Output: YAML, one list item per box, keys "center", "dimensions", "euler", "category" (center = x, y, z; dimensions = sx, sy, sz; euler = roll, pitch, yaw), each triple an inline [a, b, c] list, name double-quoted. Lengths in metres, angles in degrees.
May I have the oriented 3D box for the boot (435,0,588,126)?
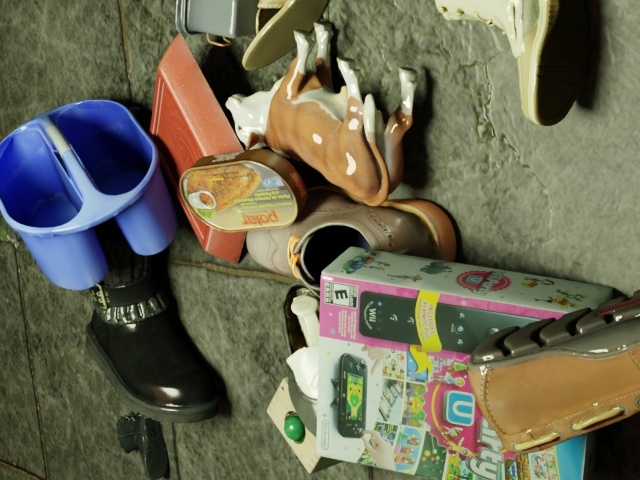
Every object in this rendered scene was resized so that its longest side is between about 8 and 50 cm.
- center: [0.196, -0.230, 1.320]
  dimensions: [0.165, 0.077, 0.213]
  euler: [10, 103, 49]
  category: "boot"

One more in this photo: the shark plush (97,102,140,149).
- center: [-0.331, -0.171, 2.035]
  dimensions: [0.161, 0.073, 0.067]
  euler: [-42, 87, 26]
  category: "shark plush"

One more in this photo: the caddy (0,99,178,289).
- center: [-0.361, -0.088, 1.868]
  dimensions: [0.341, 0.241, 0.179]
  euler: [48, 162, 50]
  category: "caddy"

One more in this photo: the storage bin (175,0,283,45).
- center: [-0.111, -0.301, 1.643]
  dimensions: [0.091, 0.135, 0.098]
  euler: [24, 118, 35]
  category: "storage bin"

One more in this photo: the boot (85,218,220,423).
- center: [-0.272, 0.108, 1.954]
  dimensions: [0.348, 0.131, 0.260]
  euler: [32, 124, 42]
  category: "boot"

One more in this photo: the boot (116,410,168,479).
- center: [-0.308, 0.350, 2.140]
  dimensions: [0.099, 0.045, 0.121]
  euler: [-16, 81, 50]
  category: "boot"

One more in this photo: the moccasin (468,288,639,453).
- center: [0.325, 0.122, 1.162]
  dimensions: [0.380, 0.139, 0.147]
  euler: [-20, 101, 23]
  category: "moccasin"

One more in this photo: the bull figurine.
- center: [0.001, -0.160, 1.562]
  dimensions: [0.310, 0.101, 0.188]
  euler: [34, 123, 41]
  category: "bull figurine"

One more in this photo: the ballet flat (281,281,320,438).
- center: [-0.006, 0.150, 1.590]
  dimensions: [0.280, 0.095, 0.096]
  euler: [-116, 10, -54]
  category: "ballet flat"

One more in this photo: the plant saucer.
- center: [-0.177, -0.118, 1.774]
  dimensions: [0.258, 0.047, 0.259]
  euler: [62, 159, 18]
  category: "plant saucer"

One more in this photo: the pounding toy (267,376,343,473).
- center: [0.009, 0.231, 1.633]
  dimensions: [0.130, 0.141, 0.100]
  euler: [52, 135, 28]
  category: "pounding toy"

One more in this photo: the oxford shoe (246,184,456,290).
- center: [0.000, 0.000, 1.583]
  dimensions: [0.363, 0.132, 0.130]
  euler: [-2, 99, 52]
  category: "oxford shoe"

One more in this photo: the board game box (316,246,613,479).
- center: [0.152, 0.145, 1.368]
  dimensions: [0.303, 0.097, 0.224]
  euler: [8, 109, 20]
  category: "board game box"

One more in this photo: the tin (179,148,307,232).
- center: [-0.098, -0.063, 1.599]
  dimensions: [0.189, 0.040, 0.106]
  euler: [-4, 122, 40]
  category: "tin"

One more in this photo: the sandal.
- center: [-0.034, -0.319, 1.573]
  dimensions: [0.240, 0.088, 0.079]
  euler: [-44, 69, 39]
  category: "sandal"
